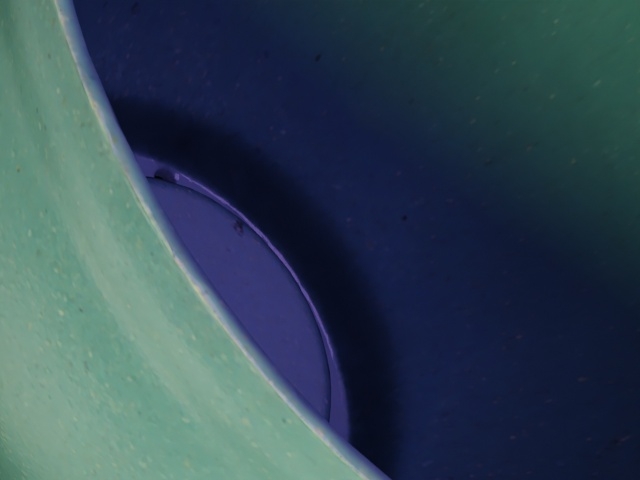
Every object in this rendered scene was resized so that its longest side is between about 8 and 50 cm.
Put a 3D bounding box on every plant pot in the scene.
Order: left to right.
[{"bbox_3d":[0.000,0.000,0.475,0.293,0.196,0.293,23,50,-30],"label":"plant pot"}]

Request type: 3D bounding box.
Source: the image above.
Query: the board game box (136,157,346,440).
[{"bbox_3d":[-0.066,0.087,0.575,0.224,0.097,0.303,3,62,-41],"label":"board game box"}]
